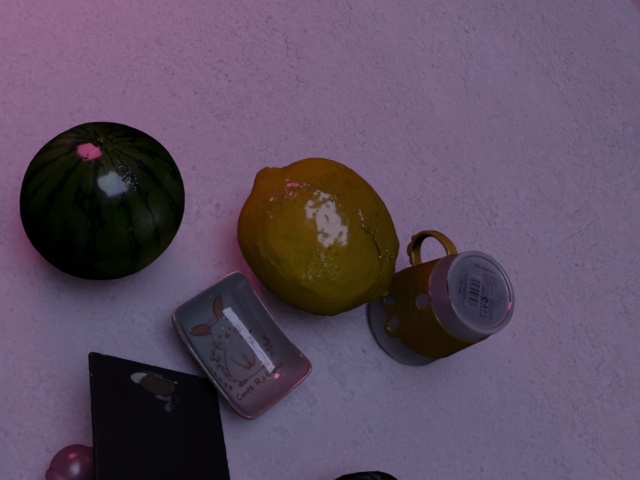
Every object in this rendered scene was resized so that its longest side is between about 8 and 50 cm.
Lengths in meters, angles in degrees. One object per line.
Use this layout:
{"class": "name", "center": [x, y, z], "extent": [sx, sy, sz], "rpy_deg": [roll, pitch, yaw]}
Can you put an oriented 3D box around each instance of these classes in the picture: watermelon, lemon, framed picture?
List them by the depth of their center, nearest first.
{"class": "framed picture", "center": [-0.208, 0.322, 0.995], "extent": [0.244, 0.013, 0.324], "rpy_deg": [28, 39, -48]}
{"class": "watermelon", "center": [-0.322, -0.059, 1.086], "extent": [0.242, 0.242, 0.242], "rpy_deg": [12, 61, -22]}
{"class": "lemon", "center": [0.000, 0.000, 1.227], "extent": [0.310, 0.253, 0.253], "rpy_deg": [43, 53, -13]}

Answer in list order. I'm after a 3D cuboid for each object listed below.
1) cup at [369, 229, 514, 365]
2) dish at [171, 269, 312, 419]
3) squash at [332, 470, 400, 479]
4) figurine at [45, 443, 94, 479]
{"class": "cup", "center": [0.213, 0.091, 1.304], "extent": [0.185, 0.226, 0.241], "rpy_deg": [-1, 74, -29]}
{"class": "dish", "center": [-0.134, 0.174, 1.170], "extent": [0.151, 0.077, 0.212], "rpy_deg": [-34, 85, -34]}
{"class": "squash", "center": [0.088, 0.459, 1.058], "extent": [0.252, 0.165, 0.252], "rpy_deg": [37, 23, -18]}
{"class": "figurine", "center": [-0.334, 0.314, 0.998], "extent": [0.071, 0.067, 0.083], "rpy_deg": [58, 35, -16]}
